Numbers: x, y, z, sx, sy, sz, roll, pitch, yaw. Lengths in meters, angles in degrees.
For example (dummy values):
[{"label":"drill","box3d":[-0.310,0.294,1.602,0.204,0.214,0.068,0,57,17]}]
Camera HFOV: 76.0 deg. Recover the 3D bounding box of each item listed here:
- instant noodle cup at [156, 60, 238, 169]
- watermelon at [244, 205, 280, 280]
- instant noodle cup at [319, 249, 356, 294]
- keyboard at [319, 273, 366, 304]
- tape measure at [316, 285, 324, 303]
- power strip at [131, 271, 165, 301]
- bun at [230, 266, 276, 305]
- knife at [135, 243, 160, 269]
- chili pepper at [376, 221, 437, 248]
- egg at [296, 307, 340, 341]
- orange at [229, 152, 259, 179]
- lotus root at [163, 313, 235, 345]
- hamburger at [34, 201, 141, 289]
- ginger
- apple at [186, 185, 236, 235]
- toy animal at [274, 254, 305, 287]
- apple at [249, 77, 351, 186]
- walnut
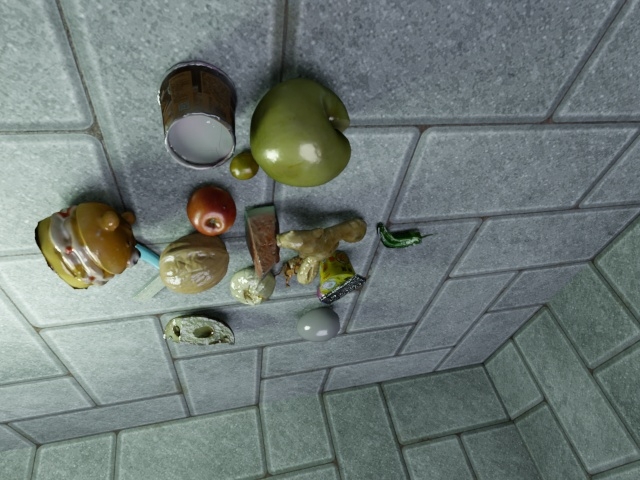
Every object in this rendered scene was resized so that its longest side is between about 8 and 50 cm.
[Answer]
[{"label":"instant noodle cup","box3d":[-0.312,-0.313,1.064,0.217,0.208,0.218,-10,141,-8]},{"label":"watermelon","box3d":[-0.203,0.031,1.498,0.139,0.257,0.193,-9,149,-8]},{"label":"instant noodle cup","box3d":[0.071,0.142,1.829,0.182,0.144,0.182,-10,143,-7]},{"label":"keyboard","box3d":[0.096,0.218,1.796,0.231,0.023,0.072,-36,136,27]},{"label":"tape measure","box3d":[0.046,0.255,2.020,0.125,0.074,0.118,-4,136,-24]},{"label":"power strip","box3d":[-0.691,0.189,1.699,0.252,0.027,0.060,-36,139,24]},{"label":"bun","box3d":[-0.294,0.214,1.796,0.222,0.128,0.222,-10,145,-7]},{"label":"knife","box3d":[-0.659,0.059,1.547,0.064,0.031,0.222,-28,145,9]},{"label":"chili pepper","box3d":[0.360,-0.017,1.799,0.278,0.065,0.122,3,142,-18]},{"label":"egg","box3d":[-0.013,0.445,2.150,0.231,0.176,0.176,-15,143,-3]},{"label":"orange","box3d":[-0.241,-0.232,1.293,0.095,0.085,0.085,-25,142,8]},{"label":"lotus root","box3d":[-0.570,0.424,1.966,0.313,0.142,0.210,15,170,-40]},{"label":"hamburger","box3d":[-0.701,0.002,1.289,0.236,0.276,0.276,-25,143,-6]},{"label":"ginger","box3d":[0.020,0.003,1.562,0.363,0.122,0.348,-33,155,0]},{"label":"apple","box3d":[-0.362,-0.096,1.371,0.163,0.139,0.163,-9,144,-7]},{"label":"toy animal","box3d":[-0.132,0.124,1.787,0.255,0.117,0.114,-26,150,33]},{"label":"apple","box3d":[-0.054,-0.287,1.127,0.254,0.292,0.292,-15,146,28]},{"label":"walnut","box3d":[-0.456,0.083,1.496,0.260,0.225,0.225,-15,143,5]}]
